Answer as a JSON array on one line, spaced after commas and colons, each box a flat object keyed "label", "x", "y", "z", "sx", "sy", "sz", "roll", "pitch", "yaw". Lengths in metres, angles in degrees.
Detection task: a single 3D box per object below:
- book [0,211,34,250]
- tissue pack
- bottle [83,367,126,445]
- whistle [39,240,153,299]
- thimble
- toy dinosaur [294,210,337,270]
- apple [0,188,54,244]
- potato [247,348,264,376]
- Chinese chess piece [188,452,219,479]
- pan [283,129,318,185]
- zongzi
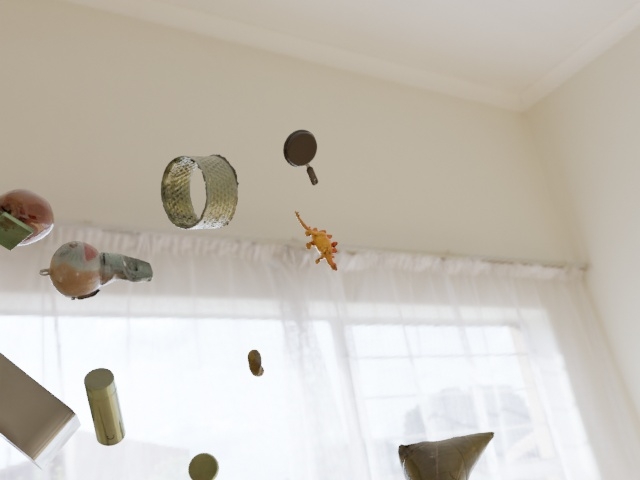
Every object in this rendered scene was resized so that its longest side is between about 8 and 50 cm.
[{"label": "book", "x": -0.904, "y": -0.026, "z": 2.048, "sx": 0.135, "sy": 0.017, "sz": 0.103, "roll": -28, "pitch": -53, "yaw": 35}, {"label": "tissue pack", "x": -0.704, "y": 0.397, "z": 1.665, "sx": 0.246, "sy": 0.136, "sz": 0.159, "roll": 35, "pitch": -29, "yaw": 7}, {"label": "bottle", "x": -0.506, "y": 0.393, "z": 1.673, "sx": 0.072, "sy": 0.072, "sz": 0.201, "roll": -5, "pitch": -52, "yaw": -10}, {"label": "whistle", "x": -0.696, "y": 0.083, "z": 2.232, "sx": 0.348, "sy": 0.189, "sz": 0.189, "roll": -1, "pitch": -23, "yaw": -28}, {"label": "thimble", "x": -0.428, "y": -0.173, "z": 2.509, "sx": 0.271, "sy": 0.271, "sz": 0.150, "roll": -28, "pitch": -14, "yaw": 38}, {"label": "toy dinosaur", "x": 0.000, "y": 0.000, "z": 2.654, "sx": 0.117, "sy": 0.288, "sz": 0.070, "roll": -4, "pitch": -40, "yaw": -42}, {"label": "apple", "x": -1.127, "y": -0.088, "z": 2.663, "sx": 0.234, "sy": 0.234, "sz": 0.234, "roll": -8, "pitch": -22, "yaw": -3}, {"label": "potato", "x": -0.198, "y": 0.376, "z": 2.167, "sx": 0.045, "sy": 0.092, "sz": 0.046, "roll": -5, "pitch": 16, "yaw": 18}, {"label": "Chinese chess piece", "x": -0.311, "y": 0.609, "z": 1.897, "sx": 0.084, "sy": 0.084, "sz": 0.034, "roll": -8, "pitch": -22, "yaw": -3}, {"label": "pan", "x": -0.050, "y": -0.286, "z": 2.533, "sx": 0.136, "sy": 0.028, "sz": 0.235, "roll": -37, "pitch": -51, "yaw": -15}, {"label": "zongzi", "x": 0.387, "y": 0.641, "z": 1.938, "sx": 0.300, "sy": 0.274, "sz": 0.145, "roll": -13, "pitch": -63, "yaw": -6}]
